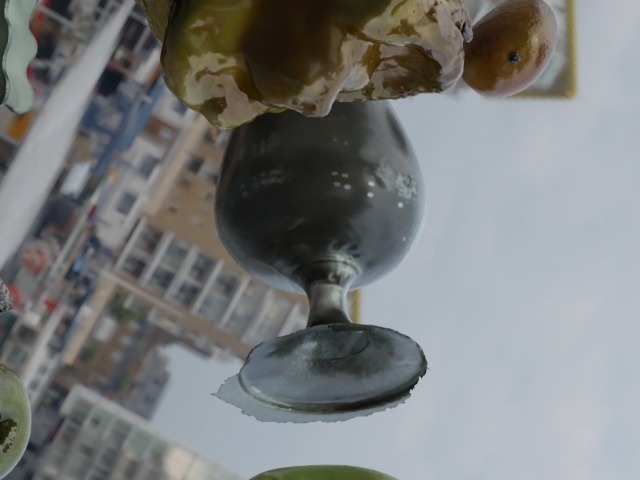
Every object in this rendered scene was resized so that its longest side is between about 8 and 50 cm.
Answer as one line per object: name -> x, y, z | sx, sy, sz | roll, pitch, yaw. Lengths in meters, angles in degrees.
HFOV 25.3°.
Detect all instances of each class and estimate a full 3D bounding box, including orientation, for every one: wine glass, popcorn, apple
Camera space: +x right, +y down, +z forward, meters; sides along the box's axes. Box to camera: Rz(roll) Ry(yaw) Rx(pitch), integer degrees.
wine glass -> 0.000, 0.000, 1.480 | 0.238, 0.238, 0.323 | 128, -33, -51
popcorn -> -0.012, -0.223, 1.214 | 0.297, 0.316, 0.281 | -56, 166, 0
apple -> -0.511, 0.255, 2.039 | 0.196, 0.157, 0.196 | -17, 109, -59

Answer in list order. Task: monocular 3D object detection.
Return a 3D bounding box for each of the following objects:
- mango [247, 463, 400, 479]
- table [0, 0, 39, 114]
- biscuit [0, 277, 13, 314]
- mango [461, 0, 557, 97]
mango -> 0.013, 0.343, 1.733 | 0.175, 0.293, 0.143 | 20, -88, 50
table -> -0.480, -0.284, 2.044 | 0.166, 0.166, 0.198 | 174, -82, -82
biscuit -> -0.382, 0.071, 1.453 | 0.237, 0.131, 0.026 | 92, -20, -69
mango -> 0.220, -0.227, 1.638 | 0.115, 0.089, 0.165 | -13, -154, 48
